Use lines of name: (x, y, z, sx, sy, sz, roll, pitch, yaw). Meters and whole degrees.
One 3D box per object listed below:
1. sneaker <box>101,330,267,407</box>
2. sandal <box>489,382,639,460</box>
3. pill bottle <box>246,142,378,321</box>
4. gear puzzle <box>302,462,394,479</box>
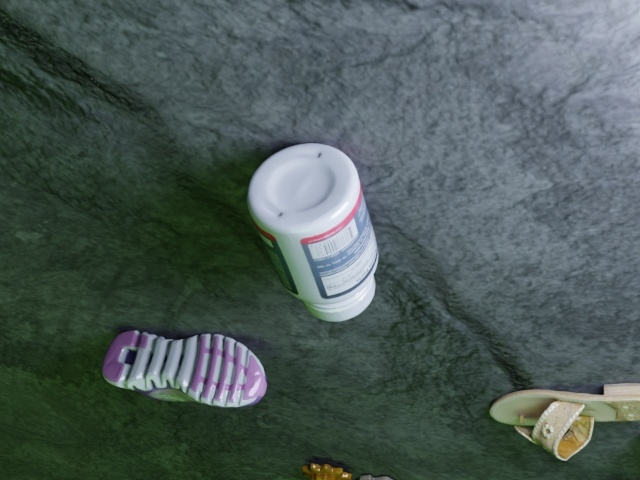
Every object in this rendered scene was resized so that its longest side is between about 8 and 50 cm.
sneaker: (-0.176, 0.185, 1.291, 0.236, 0.095, 0.104, 6, 153, 21)
sandal: (0.316, 0.238, 1.192, 0.240, 0.079, 0.088, -15, 137, 36)
pill bottle: (0.000, 0.000, 0.931, 0.107, 0.108, 0.180, 3, 145, 16)
gear puzzle: (0.101, 0.462, 1.629, 0.175, 0.044, 0.339, -20, 134, 40)
